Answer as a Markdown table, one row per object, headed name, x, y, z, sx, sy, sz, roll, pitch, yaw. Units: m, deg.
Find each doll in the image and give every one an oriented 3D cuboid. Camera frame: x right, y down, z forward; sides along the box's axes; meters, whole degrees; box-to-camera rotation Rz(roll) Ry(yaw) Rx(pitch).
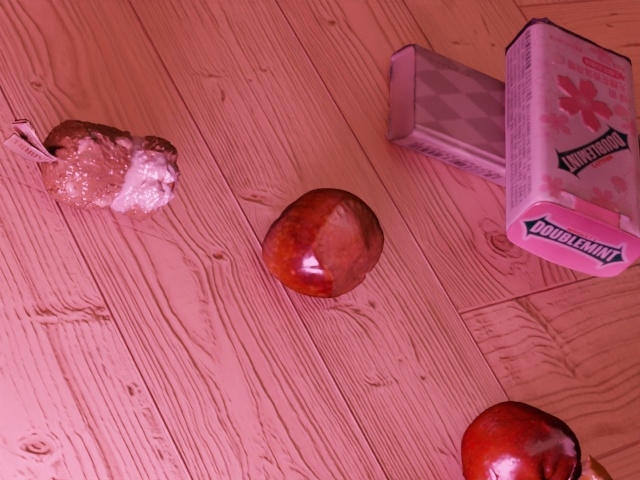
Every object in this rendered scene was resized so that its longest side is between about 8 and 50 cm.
| name | x | y | z | sx | sy | sz | roll | pitch | yaw |
| --- | --- | --- | --- | --- | --- | --- | --- | --- | --- |
| doll | -0.269 | -0.086 | 1.737 | 0.221 | 0.105 | 0.115 | 7 | 15 | -31 |

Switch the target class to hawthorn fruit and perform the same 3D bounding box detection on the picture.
| name | x | y | z | sx | sy | sz | roll | pitch | yaw |
| --- | --- | --- | --- | --- | --- | --- | --- | --- | --- |
| hawthorn fruit | 0.237 | 0.263 | 1.801 | 0.148 | 0.148 | 0.172 | 9 | 25 | -29 |

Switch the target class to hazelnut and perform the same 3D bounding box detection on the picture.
| name | x | y | z | sx | sy | sz | roll | pitch | yaw |
| --- | --- | --- | --- | --- | --- | --- | --- | --- | --- |
| hazelnut | 0.000 | 0.000 | 1.842 | 0.143 | 0.143 | 0.154 | 47 | 60 | 6 |

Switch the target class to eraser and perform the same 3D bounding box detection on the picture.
| name | x | y | z | sx | sy | sz | roll | pitch | yaw |
| --- | --- | --- | --- | --- | --- | --- | --- | --- | --- |
| eraser | 0.288 | -0.150 | 2.188 | 0.396 | 0.082 | 0.213 | 21 | 49 | -20 |

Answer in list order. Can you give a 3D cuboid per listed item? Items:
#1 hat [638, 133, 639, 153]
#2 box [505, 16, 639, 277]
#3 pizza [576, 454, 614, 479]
| name | x | y | z | sx | sy | sz | roll | pitch | yaw |
| --- | --- | --- | --- | --- | --- | --- | --- | --- | --- |
| hat | 0.552 | -0.076 | 2.334 | 0.175 | 0.085 | 0.147 | 40 | 38 | -36 |
| box | 0.356 | -0.138 | 2.094 | 0.190 | 0.112 | 0.370 | 23 | 47 | -18 |
| pizza | 0.329 | 0.435 | 1.699 | 0.074 | 0.182 | 0.365 | 17 | 55 | -66 |
